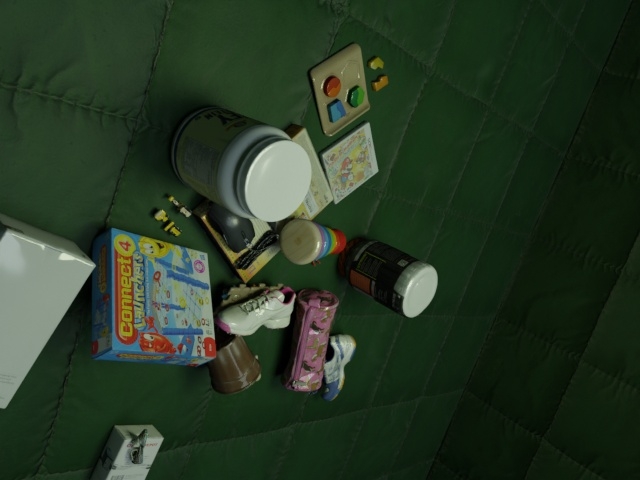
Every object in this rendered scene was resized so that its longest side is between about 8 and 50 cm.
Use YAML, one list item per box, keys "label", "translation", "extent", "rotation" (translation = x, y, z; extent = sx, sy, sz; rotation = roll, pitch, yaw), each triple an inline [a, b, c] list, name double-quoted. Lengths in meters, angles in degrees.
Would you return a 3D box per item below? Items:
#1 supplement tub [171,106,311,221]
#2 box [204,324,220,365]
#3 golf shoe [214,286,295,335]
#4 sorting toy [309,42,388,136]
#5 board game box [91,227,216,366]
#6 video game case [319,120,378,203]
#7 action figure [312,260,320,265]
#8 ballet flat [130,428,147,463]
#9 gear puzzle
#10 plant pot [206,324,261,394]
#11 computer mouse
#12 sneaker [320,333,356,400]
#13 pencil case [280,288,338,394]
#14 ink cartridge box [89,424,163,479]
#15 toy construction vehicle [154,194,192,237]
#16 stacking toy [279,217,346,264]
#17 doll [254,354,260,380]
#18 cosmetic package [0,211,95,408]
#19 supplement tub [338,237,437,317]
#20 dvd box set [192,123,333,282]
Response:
- label: "supplement tub"
  translation: [-0.202, -0.193, 1.363]
  extent: [0.235, 0.325, 0.235]
  rotation: [-24, 126, -36]
- label: "box"
  translation: [-0.336, 0.343, 1.749]
  extent: [0.081, 0.028, 0.136]
  rotation: [24, 96, -49]
- label: "golf shoe"
  translation: [-0.194, 0.208, 1.671]
  extent: [0.306, 0.115, 0.140]
  rotation: [-3, 125, -55]
- label: "sorting toy"
  translation: [0.106, -0.500, 1.724]
  extent: [0.307, 0.041, 0.229]
  rotation: [-39, 134, -24]
- label: "board game box"
  translation: [-0.419, 0.152, 1.373]
  extent: [0.302, 0.086, 0.308]
  rotation: [20, 52, -49]
- label: "video game case"
  translation: [0.103, -0.267, 1.861]
  extent: [0.227, 0.026, 0.206]
  rotation: [-38, 134, -24]
- label: "action figure"
  translation: [-0.015, 0.034, 1.907]
  extent: [0.038, 0.030, 0.115]
  rotation: [-23, 124, -31]
- label: "ballet flat"
  translation: [-0.528, 0.600, 1.565]
  extent: [0.041, 0.041, 0.114]
  rotation: [0, 109, -45]
- label: "gear puzzle"
  translation: [-0.204, 0.195, 1.775]
  extent: [0.339, 0.044, 0.175]
  rotation: [4, 128, -48]
- label: "plant pot"
  translation: [-0.287, 0.358, 1.674]
  extent: [0.167, 0.167, 0.165]
  rotation: [-34, 125, -28]
- label: "computer mouse"
  translation: [-0.202, -0.039, 1.553]
  extent: [0.184, 0.060, 0.262]
  rotation: [-42, 136, -21]
- label: "sneaker"
  translation: [0.033, 0.508, 2.178]
  extent: [0.131, 0.112, 0.296]
  rotation: [10, 103, -30]
- label: "pencil case"
  translation: [-0.041, 0.363, 1.962]
  extent: [0.160, 0.167, 0.386]
  rotation: [4, 109, -24]
- label: "ink cartridge box"
  translation: [-0.583, 0.660, 1.629]
  extent: [0.140, 0.082, 0.190]
  rotation: [22, 92, -49]
- label: "toy construction vehicle"
  translation: [-0.399, -0.067, 1.460]
  extent: [0.086, 0.035, 0.098]
  rotation: [-46, 135, -2]
- label: "stacking toy"
  translation: [0.000, 0.000, 1.768]
  extent: [0.330, 0.141, 0.141]
  rotation: [-3, 115, -66]
- label: "doll"
  translation: [-0.263, 0.445, 1.865]
  extent: [0.129, 0.046, 0.189]
  rotation: [-53, 138, -9]
- label: "cosmetic package"
  translation: [-0.703, 0.150, 1.175]
  extent: [0.217, 0.156, 0.385]
  rotation: [37, 82, -49]
- label: "supplement tub"
  translation: [0.237, 0.124, 1.974]
  extent: [0.207, 0.338, 0.207]
  rotation: [-24, 127, -36]
- label: "dvd box set"
  translation: [-0.157, -0.110, 1.656]
  extent: [0.420, 0.062, 0.307]
  rotation: [-45, 137, -19]
